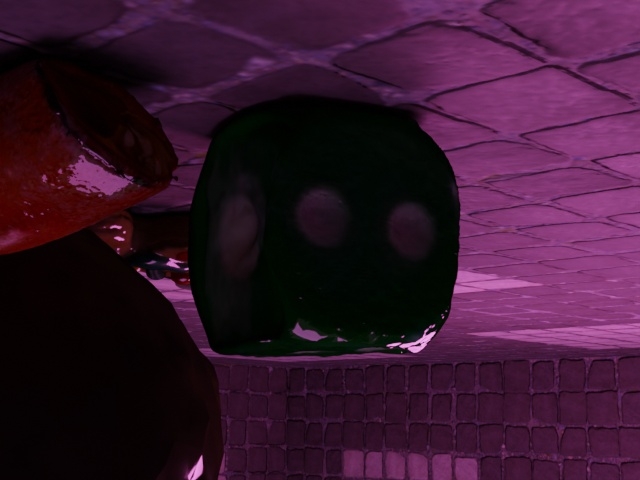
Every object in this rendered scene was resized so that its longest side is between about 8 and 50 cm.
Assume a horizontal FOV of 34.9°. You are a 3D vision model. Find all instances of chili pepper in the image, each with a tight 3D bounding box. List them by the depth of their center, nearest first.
[{"bbox_3d":[-0.164,-0.035,0.516,0.192,0.086,0.084,-17,-170,32],"label":"chili pepper"}]

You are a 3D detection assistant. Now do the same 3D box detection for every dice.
[{"bbox_3d":[0.000,0.000,0.579,0.120,0.131,0.128,3,169,-25],"label":"dice"}]

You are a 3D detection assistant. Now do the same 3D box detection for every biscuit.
[{"bbox_3d":[-0.153,0.010,0.897,0.197,0.049,0.301,-8,166,30],"label":"biscuit"}]

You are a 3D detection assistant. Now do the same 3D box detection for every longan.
[{"bbox_3d":[-0.261,0.158,0.680,0.391,0.391,0.391,1,170,0],"label":"longan"}]
